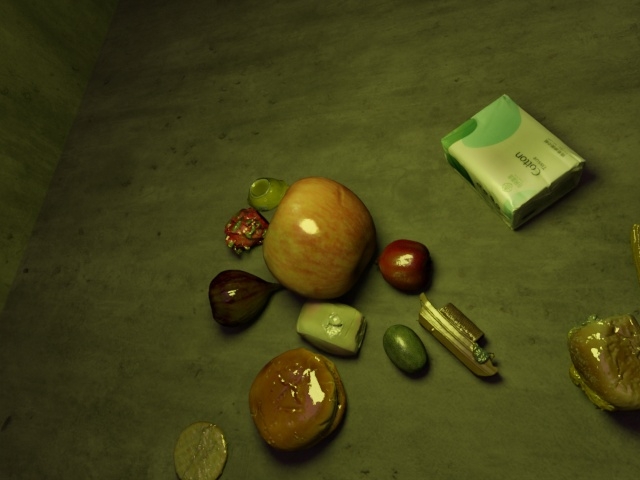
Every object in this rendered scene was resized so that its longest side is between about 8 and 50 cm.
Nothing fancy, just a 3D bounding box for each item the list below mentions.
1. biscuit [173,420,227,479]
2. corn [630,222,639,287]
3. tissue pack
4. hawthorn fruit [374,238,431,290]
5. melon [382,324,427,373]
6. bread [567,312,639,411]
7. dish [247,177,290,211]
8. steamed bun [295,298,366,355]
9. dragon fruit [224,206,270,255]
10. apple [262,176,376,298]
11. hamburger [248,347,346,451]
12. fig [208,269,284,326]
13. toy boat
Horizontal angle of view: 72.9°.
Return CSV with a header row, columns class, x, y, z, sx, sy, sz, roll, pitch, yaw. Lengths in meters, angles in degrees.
class,x,y,z,sx,sy,sz,roll,pitch,yaw
biscuit,-0.416,0.735,1.495,0.219,0.033,0.220,-9,66,20
corn,0.910,0.062,1.191,0.080,0.080,0.231,-5,65,21
tissue pack,0.599,-0.255,1.388,0.266,0.194,0.356,-36,60,4
hawthorn fruit,0.265,0.080,1.412,0.188,0.169,0.169,-3,68,21
melon,0.257,0.328,1.334,0.114,0.114,0.167,-39,60,4
bread,0.723,0.305,1.098,0.176,0.195,0.246,-12,63,11
dish,-0.229,-0.203,1.787,0.207,0.080,0.149,-18,63,17
steamed bun,0.024,0.275,1.432,0.238,0.152,0.170,16,74,25
dragon fruit,-0.291,-0.032,1.708,0.172,0.160,0.166,-41,92,5
apple,0.000,0.000,1.438,0.346,0.391,0.391,28,81,10
hamburger,-0.082,0.502,1.375,0.314,0.170,0.290,-40,53,4
fig,-0.242,0.198,1.591,0.320,0.217,0.217,-8,62,-11
toy boat,0.409,0.277,1.304,0.115,0.089,0.310,-45,59,-3
